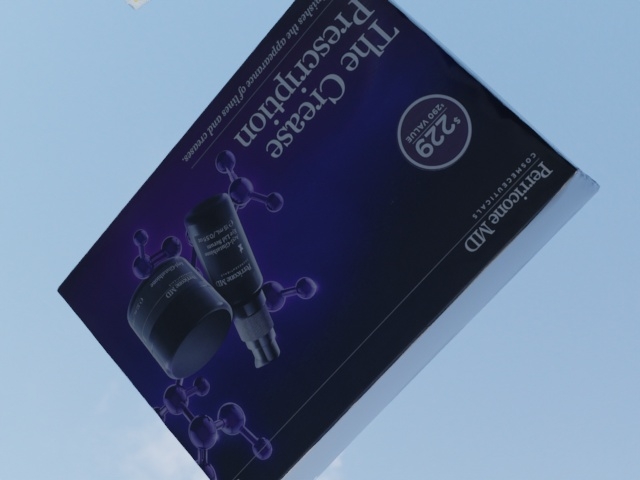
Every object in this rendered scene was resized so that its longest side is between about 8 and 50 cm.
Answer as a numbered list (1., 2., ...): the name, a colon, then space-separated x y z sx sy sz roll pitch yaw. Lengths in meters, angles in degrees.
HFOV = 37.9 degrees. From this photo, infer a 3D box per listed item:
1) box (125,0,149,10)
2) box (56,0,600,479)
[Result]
1. box: -0.111 -0.328 0.866 0.244 0.100 0.060 -35 -113 4
2. box: 0.000 0.000 0.547 0.184 0.103 0.261 45 -76 16
